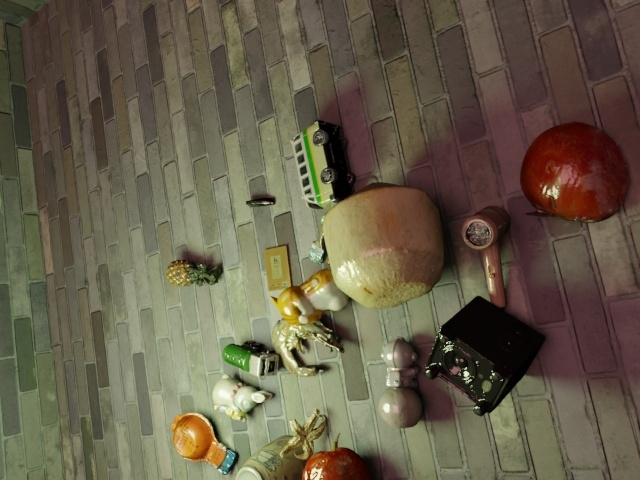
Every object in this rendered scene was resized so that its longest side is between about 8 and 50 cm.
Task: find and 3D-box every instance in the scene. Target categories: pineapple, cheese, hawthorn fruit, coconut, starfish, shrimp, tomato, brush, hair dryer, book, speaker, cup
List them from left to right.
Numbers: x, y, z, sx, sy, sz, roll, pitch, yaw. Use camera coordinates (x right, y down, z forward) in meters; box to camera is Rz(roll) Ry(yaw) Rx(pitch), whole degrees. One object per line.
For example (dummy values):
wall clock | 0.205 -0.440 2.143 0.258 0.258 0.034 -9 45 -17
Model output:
pineapple | -0.543 0.142 2.354 0.248 0.128 0.128 -1 88 29
cheese | -0.499 0.853 2.290 0.329 0.129 0.216 27 100 20
cup | -0.207 0.879 2.012 0.301 0.257 0.227 -41 64 28
book | -0.170 0.113 2.158 0.118 0.012 0.172 -10 83 34
starfish | -0.061 0.709 1.969 0.210 0.053 0.150 -35 90 -15
shrimp | -0.050 0.396 2.030 0.360 0.085 0.246 2 94 40
brush | 0.000 0.000 2.007 0.070 0.021 0.196 39 127 30
hawthorn fruit | 0.049 0.835 1.841 0.258 0.258 0.261 -13 98 33
coconut | 0.202 -0.005 1.714 0.415 0.345 0.415 -14 62 28
speaker | 0.459 0.319 1.551 0.232 0.254 0.184 34 131 30
hair dryer | 0.511 0.079 1.614 0.107 0.189 0.344 -8 99 32
tomato | 0.682 -0.191 1.492 0.309 0.170 0.308 0 89 34

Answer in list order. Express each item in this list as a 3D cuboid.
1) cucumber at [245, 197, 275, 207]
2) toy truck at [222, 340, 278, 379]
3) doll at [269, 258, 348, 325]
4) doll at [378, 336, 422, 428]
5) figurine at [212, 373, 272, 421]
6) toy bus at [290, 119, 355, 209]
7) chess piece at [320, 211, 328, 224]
cucumber | -0.243 -0.155 2.206 0.135 0.034 0.033 -5 80 34
toy truck | -0.277 0.464 2.136 0.243 0.125 0.101 8 92 46
doll | -0.029 0.204 1.943 0.270 0.162 0.166 -29 110 0
doll | 0.257 0.459 1.780 0.151 0.151 0.287 -6 82 34
figurine | -0.314 0.640 2.172 0.236 0.127 0.155 12 76 31
toy bus | 0.006 -0.259 1.975 0.179 0.143 0.305 -19 78 35
chess piece | 0.069 -0.041 1.978 0.149 0.059 0.059 43 111 23
